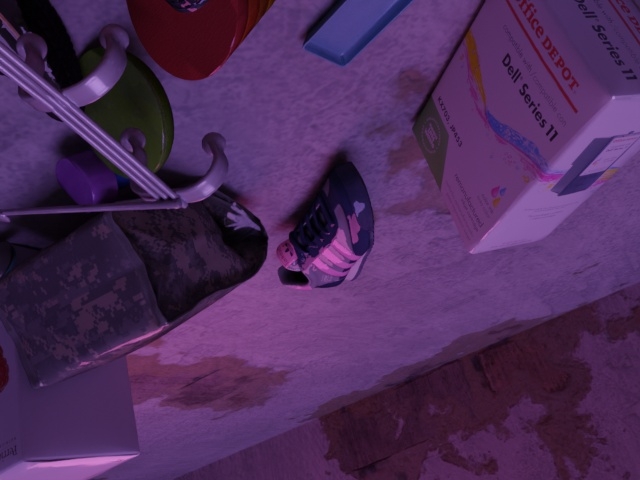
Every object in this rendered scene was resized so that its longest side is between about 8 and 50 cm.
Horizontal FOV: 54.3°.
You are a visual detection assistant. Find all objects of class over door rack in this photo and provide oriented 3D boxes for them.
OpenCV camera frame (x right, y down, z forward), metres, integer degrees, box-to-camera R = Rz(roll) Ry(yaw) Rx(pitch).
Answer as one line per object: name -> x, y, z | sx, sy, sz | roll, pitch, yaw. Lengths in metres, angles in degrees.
over door rack -> -0.260, -0.101, 0.466 | 0.324, 0.108, 0.239 | -11, 143, 29

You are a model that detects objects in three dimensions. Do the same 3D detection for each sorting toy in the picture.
sorting toy -> -0.147, -0.151, 0.615 | 0.126, 0.127, 0.365 | -35, 176, -46

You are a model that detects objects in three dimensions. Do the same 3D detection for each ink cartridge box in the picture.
ink cartridge box -> 0.245, -0.163, 0.674 | 0.119, 0.207, 0.353 | -8, 152, -21

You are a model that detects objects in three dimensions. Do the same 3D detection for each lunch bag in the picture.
lunch bag -> -0.228, 0.042, 0.821 | 0.235, 0.168, 0.287 | -27, 180, 25

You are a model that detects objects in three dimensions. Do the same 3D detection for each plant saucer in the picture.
plant saucer -> 0.063, -0.246, 0.613 | 0.067, 0.018, 0.192 | 10, 143, -44

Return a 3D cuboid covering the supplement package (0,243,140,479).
supplement package -> -0.394, 0.185, 0.869 | 0.178, 0.292, 0.175 | -31, 152, 24

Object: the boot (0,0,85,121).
boot -> -0.290, -0.164, 0.506 | 0.137, 0.076, 0.197 | -13, 141, 1

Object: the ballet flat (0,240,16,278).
ballet flat -> -0.488, 0.058, 0.816 | 0.213, 0.072, 0.068 | -30, 146, 25

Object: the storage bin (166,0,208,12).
storage bin -> -0.063, -0.249, 0.385 | 0.180, 0.122, 0.084 | -34, 151, 17

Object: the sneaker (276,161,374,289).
sneaker -> 0.000, 0.000, 0.958 | 0.131, 0.112, 0.319 | -15, 153, -12
